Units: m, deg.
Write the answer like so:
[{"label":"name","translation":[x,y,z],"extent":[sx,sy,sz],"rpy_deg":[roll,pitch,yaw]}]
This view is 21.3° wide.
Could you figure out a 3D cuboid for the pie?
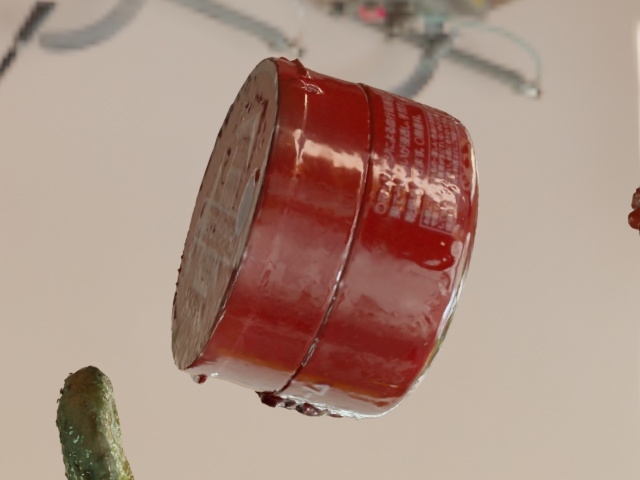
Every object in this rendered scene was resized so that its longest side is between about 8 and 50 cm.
[{"label":"pie","translation":[-0.140,0.176,1.142],"extent":[0.041,0.186,0.187],"rpy_deg":[-16,171,-4]}]

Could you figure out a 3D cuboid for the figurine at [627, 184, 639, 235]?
[{"label":"figurine","translation":[0.256,-0.087,0.825],"extent":[0.138,0.110,0.245],"rpy_deg":[-8,148,-49]}]

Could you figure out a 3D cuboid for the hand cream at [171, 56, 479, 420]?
[{"label":"hand cream","translation":[0.000,0.000,1.136],"extent":[0.149,0.230,0.230],"rpy_deg":[14,167,-15]}]
